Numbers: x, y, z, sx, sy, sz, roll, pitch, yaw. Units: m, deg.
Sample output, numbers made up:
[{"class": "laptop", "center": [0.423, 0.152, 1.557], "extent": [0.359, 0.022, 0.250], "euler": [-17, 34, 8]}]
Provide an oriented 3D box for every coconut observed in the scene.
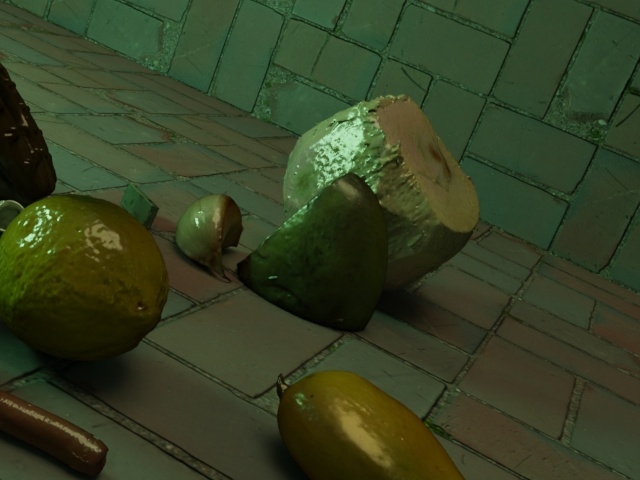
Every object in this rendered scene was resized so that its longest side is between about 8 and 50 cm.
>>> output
[{"class": "coconut", "center": [0.100, -0.076, 1.785], "extent": [0.405, 0.404, 0.404], "euler": [21, 15, -6]}]

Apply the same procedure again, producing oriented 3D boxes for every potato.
[{"class": "potato", "center": [0.000, 0.000, 1.533], "extent": [0.270, 0.255, 0.112], "euler": [25, 14, 10]}]

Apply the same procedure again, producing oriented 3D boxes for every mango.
[{"class": "mango", "center": [0.069, 0.260, 1.029], "extent": [0.317, 0.119, 0.176], "euler": [38, 18, 22]}]

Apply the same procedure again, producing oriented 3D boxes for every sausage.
[{"class": "sausage", "center": [-0.303, 0.188, 0.883], "extent": [0.186, 0.043, 0.043], "euler": [24, 15, 3]}]

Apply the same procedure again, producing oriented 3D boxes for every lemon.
[{"class": "lemon", "center": [-0.296, 0.045, 1.064], "extent": [0.260, 0.204, 0.204], "euler": [24, 13, 35]}]

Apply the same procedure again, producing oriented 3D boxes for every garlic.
[{"class": "garlic", "center": [-0.213, -0.016, 1.606], "extent": [0.115, 0.128, 0.206], "euler": [-1, 23, 4]}]

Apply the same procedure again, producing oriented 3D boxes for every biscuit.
[{"class": "biscuit", "center": [-0.557, -0.206, 1.454], "extent": [0.103, 0.332, 0.332], "euler": [-26, 26, -4]}]

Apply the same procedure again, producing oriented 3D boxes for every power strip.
[{"class": "power strip", "center": [-0.353, -0.070, 1.675], "extent": [0.019, 0.050, 0.136], "euler": [14, 16, -41]}]

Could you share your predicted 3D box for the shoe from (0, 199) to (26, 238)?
[{"class": "shoe", "center": [-0.433, -0.012, 1.236], "extent": [0.095, 0.110, 0.265], "euler": [20, 21, -11]}]
